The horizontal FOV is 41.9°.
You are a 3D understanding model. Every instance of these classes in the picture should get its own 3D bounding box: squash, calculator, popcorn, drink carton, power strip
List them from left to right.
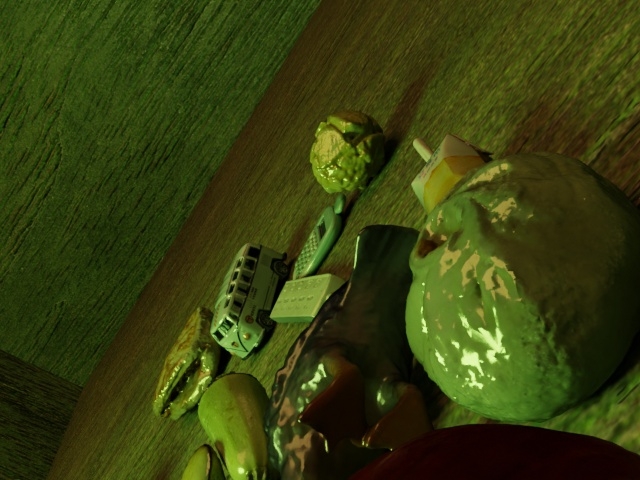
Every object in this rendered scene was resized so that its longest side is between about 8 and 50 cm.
[{"bbox_3d":[-0.083,0.242,0.967,0.094,0.094,0.224,-59,22,7],"label":"squash"},{"bbox_3d":[-0.018,0.081,1.126,0.060,0.027,0.252,-65,14,-14],"label":"power strip"},{"bbox_3d":[0.000,0.000,1.234,0.153,0.021,0.095,-57,15,16],"label":"calculator"},{"bbox_3d":[0.045,-0.125,1.173,0.106,0.116,0.120,-2,27,44],"label":"popcorn"},{"bbox_3d":[0.129,-0.046,0.765,0.084,0.074,0.200,-57,14,18],"label":"drink carton"}]

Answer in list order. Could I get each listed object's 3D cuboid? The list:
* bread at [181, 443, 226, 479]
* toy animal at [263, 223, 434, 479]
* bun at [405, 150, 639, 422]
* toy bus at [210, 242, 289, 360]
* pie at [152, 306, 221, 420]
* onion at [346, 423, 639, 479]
[{"bbox_3d":[-0.117,0.322,0.924,0.149,0.065,0.188,-28,52,55],"label":"bread"},{"bbox_3d":[0.021,0.133,0.683,0.185,0.122,0.298,124,164,-69],"label":"toy animal"},{"bbox_3d":[0.124,0.026,0.564,0.195,0.118,0.195,-51,20,27],"label":"bun"},{"bbox_3d":[-0.115,0.092,1.321,0.087,0.089,0.194,-48,20,42],"label":"toy bus"},{"bbox_3d":[-0.232,0.224,1.483,0.205,0.084,0.179,-58,13,21],"label":"pie"},{"bbox_3d":[0.060,0.193,0.316,0.246,0.190,0.246,-169,90,-71],"label":"onion"}]
